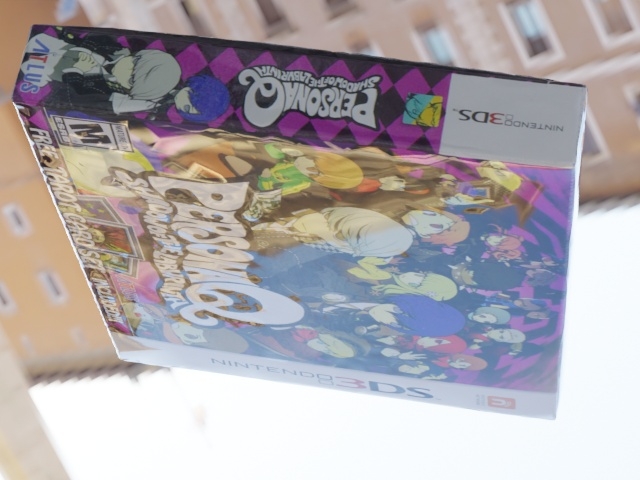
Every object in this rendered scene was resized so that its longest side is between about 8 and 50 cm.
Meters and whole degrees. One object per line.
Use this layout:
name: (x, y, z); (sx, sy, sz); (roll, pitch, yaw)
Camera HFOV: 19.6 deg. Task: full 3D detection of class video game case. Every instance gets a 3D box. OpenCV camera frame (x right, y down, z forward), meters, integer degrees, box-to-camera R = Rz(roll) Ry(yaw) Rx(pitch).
video game case: (0.000, 0.000, 0.765); (0.210, 0.232, 0.042); (7, -118, 8)
